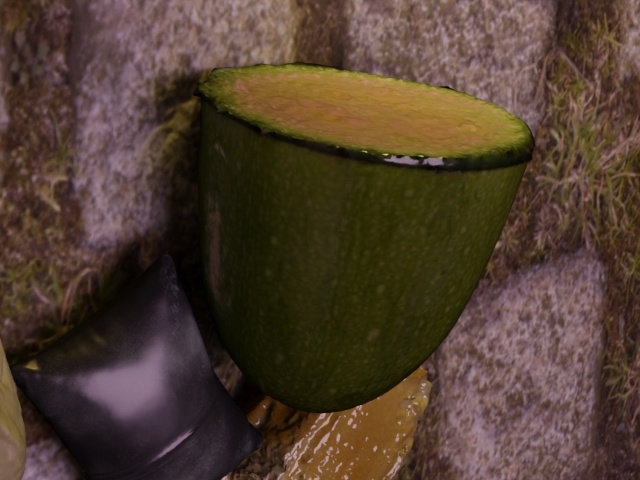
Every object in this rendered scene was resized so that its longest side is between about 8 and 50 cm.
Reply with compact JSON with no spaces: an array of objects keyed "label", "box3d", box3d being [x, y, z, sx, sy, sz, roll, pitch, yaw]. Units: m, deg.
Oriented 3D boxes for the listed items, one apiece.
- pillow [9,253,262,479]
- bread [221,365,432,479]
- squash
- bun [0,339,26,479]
[{"label":"pillow","box3d":[-0.161,0.153,1.684,0.186,0.106,0.250,-39,128,-21]},{"label":"bread","box3d":[0.003,0.190,1.867,0.245,0.121,0.174,-53,129,-13]},{"label":"squash","box3d":[0.017,0.023,1.683,0.310,0.310,0.309,-8,114,-46]},{"label":"bun","box3d":[-0.355,0.142,1.383,0.361,0.213,0.361,-21,119,-44]}]
